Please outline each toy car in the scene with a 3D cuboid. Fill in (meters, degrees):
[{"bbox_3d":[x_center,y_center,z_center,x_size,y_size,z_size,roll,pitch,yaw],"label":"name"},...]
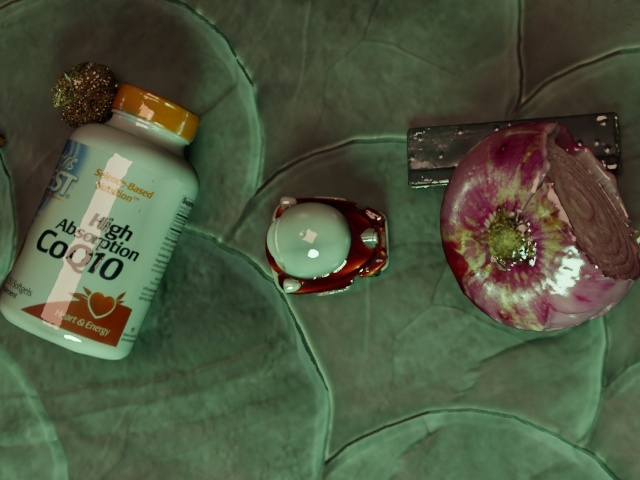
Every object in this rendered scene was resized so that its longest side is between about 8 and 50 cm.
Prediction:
[{"bbox_3d":[0.000,0.000,1.235,0.139,0.112,0.112,-5,81,13],"label":"toy car"}]

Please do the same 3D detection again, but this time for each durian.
[{"bbox_3d":[-0.272,-0.171,1.343,0.091,0.080,0.080,-11,80,0],"label":"durian"}]

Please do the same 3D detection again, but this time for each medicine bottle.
[{"bbox_3d":[-0.233,-0.025,1.270,0.157,0.157,0.289,22,88,15],"label":"medicine bottle"}]

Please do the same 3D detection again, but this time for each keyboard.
[{"bbox_3d":[0.210,-0.097,1.247,0.231,0.023,0.072,-4,75,12],"label":"keyboard"}]

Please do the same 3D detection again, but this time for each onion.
[{"bbox_3d":[0.211,-0.006,1.159,0.200,0.200,0.207,-36,109,6],"label":"onion"}]

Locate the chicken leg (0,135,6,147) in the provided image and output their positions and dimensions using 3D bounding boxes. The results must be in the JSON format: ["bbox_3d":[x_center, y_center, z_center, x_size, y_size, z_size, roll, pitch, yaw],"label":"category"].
[{"bbox_3d":[-0.434,-0.035,1.376,0.093,0.053,0.205,4,90,-9],"label":"chicken leg"}]
